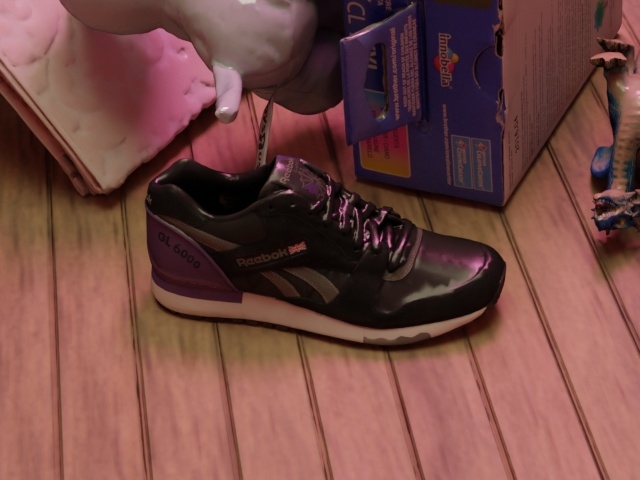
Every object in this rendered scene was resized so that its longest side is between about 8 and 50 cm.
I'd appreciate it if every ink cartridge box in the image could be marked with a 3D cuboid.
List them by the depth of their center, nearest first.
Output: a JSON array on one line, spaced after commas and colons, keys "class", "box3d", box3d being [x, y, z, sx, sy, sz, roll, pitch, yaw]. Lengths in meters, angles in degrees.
[{"class": "ink cartridge box", "box3d": [0.136, -0.217, 1.556, 0.151, 0.270, 0.395, 11, 38, 21]}]

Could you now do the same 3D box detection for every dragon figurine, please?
[{"class": "dragon figurine", "box3d": [0.271, -0.094, 1.531, 0.085, 0.144, 0.289, 3, 17, 12]}]

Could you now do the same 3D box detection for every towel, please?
[{"class": "towel", "box3d": [-0.201, -0.239, 1.632, 0.053, 0.317, 0.332, -28, 13, 47]}]

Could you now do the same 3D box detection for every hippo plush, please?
[{"class": "hippo plush", "box3d": [-0.099, -0.207, 1.530, 0.236, 0.234, 0.294, 17, 72, 18]}]

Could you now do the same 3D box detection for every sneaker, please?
[{"class": "sneaker", "box3d": [0.000, 0.000, 1.393, 0.283, 0.124, 0.107, 3, 37, 9]}]
